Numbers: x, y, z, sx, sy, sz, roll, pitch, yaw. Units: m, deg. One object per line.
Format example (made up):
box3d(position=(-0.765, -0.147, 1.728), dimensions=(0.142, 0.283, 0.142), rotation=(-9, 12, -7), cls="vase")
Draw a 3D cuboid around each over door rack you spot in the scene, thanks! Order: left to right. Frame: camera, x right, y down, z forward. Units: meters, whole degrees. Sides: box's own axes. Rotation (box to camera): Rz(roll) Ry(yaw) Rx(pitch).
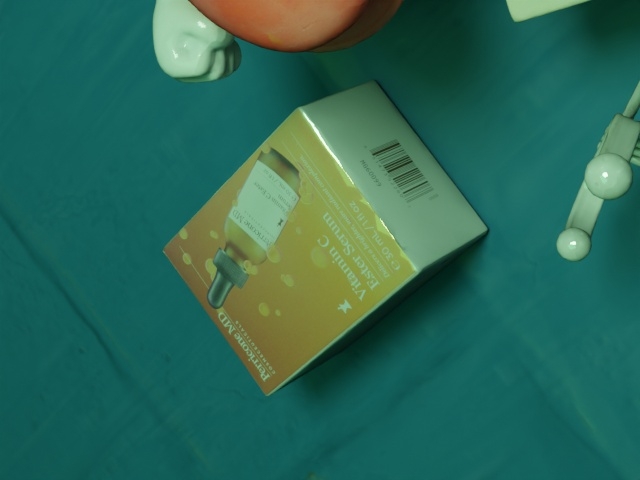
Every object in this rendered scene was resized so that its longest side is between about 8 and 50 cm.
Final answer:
box3d(position=(0.250, -0.047, 0.596), dimensions=(0.240, 0.108, 0.324), rotation=(20, 147, 6), cls="over door rack")

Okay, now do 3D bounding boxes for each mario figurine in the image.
box3d(position=(-0.011, -0.203, 0.752), dimensions=(0.170, 0.320, 0.198), rotation=(-1, 134, -7), cls="mario figurine")

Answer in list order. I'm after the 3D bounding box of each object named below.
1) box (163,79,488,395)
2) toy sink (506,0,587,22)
box3d(position=(0.000, 0.000, 0.920), dimensions=(0.130, 0.091, 0.170), rotation=(53, 129, 8), cls="box")
box3d(position=(0.196, -0.217, 0.666), dimensions=(0.234, 0.131, 0.152), rotation=(-13, 99, 43), cls="toy sink")
